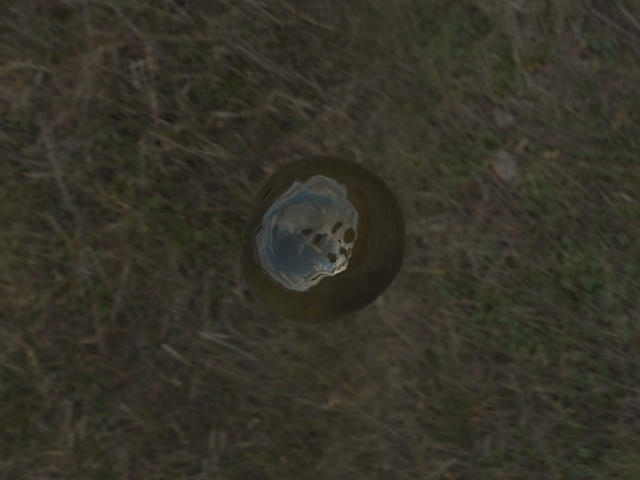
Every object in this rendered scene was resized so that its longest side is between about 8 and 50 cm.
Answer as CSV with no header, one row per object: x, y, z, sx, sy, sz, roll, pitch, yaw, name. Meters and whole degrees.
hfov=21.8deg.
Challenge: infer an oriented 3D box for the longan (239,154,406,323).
0.000,0.000,1.605,0.167,0.187,0.167,1,94,20,longan
